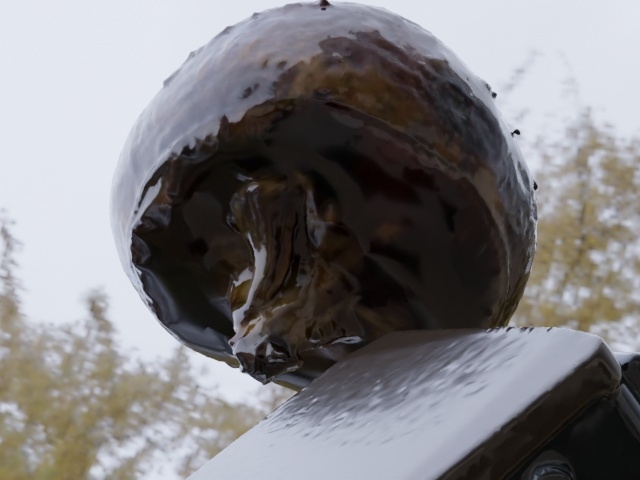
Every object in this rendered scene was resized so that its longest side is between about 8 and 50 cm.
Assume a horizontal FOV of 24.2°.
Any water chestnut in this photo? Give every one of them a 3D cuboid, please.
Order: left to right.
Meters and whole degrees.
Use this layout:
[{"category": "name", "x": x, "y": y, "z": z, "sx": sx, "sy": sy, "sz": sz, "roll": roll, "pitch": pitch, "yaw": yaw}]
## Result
[{"category": "water chestnut", "x": 0.000, "y": 0.000, "z": 1.143, "sx": 0.302, "sy": 0.350, "sz": 0.350, "roll": -76, "pitch": -32, "yaw": -52}]

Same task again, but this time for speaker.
[{"category": "speaker", "x": 0.037, "y": 0.139, "z": 0.544, "sx": 0.192, "sy": 0.231, "sz": 0.153, "roll": -38, "pitch": -83, "yaw": -14}]
